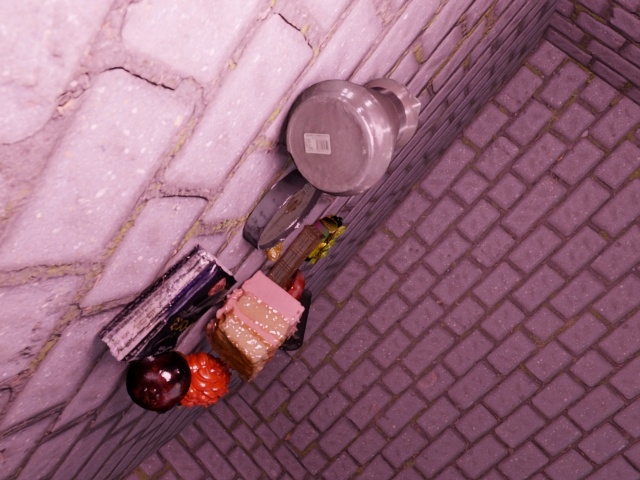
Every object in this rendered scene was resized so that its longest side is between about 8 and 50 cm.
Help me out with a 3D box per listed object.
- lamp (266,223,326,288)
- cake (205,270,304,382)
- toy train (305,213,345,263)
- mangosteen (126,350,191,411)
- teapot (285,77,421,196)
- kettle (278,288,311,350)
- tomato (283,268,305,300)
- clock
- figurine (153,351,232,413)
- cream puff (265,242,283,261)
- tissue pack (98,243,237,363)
[{"bbox_3d":[-0.117,0.077,1.782,0.325,0.090,0.089,-51,168,15],"label":"lamp"},{"bbox_3d":[-0.264,0.333,1.635,0.307,0.293,0.314,-46,174,-34],"label":"cake"},{"bbox_3d":[0.000,0.000,1.926,0.160,0.100,0.296,-25,157,-44],"label":"toy train"},{"bbox_3d":[-0.510,0.437,1.328,0.210,0.210,0.210,-44,168,-12],"label":"mangosteen"},{"bbox_3d":[0.075,-0.261,1.017,0.300,0.254,0.344,-14,-164,36],"label":"teapot"},{"bbox_3d":[-0.177,0.432,2.275,0.262,0.203,0.308,-57,-168,41],"label":"kettle"},{"bbox_3d":[-0.148,0.227,1.934,0.228,0.101,0.228,-39,-154,23],"label":"tomato"},{"bbox_3d":[-0.108,-0.094,1.300,0.312,0.061,0.313,-45,169,-12],"label":"clock"},{"bbox_3d":[-0.564,0.632,1.812,0.411,0.241,0.306,-33,152,28],"label":"figurine"},{"bbox_3d":[-0.173,0.033,1.523,0.058,0.083,0.083,13,145,-29],"label":"cream puff"},{"bbox_3d":[-0.378,0.180,1.099,0.332,0.123,0.245,-44,166,-11],"label":"tissue pack"}]
